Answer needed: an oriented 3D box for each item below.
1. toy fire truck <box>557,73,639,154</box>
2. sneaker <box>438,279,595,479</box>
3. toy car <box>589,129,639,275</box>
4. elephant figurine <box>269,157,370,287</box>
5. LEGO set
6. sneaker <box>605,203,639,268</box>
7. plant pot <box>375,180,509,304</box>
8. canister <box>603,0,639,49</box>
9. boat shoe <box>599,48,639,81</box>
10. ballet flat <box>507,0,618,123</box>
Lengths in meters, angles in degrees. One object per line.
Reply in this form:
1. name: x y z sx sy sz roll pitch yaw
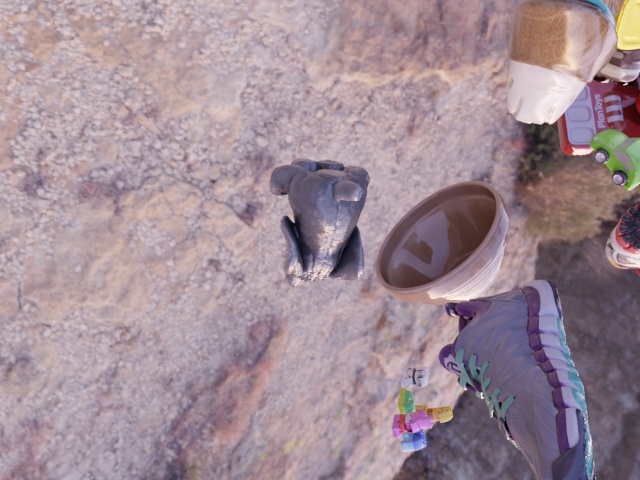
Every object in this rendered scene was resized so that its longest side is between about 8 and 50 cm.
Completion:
1. toy fire truck: 0.652 -0.337 1.610 0.169 0.253 0.302 88 1 -70
2. sneaker: 0.136 0.111 0.519 0.224 0.098 0.083 -70 148 -62
3. toy car: 0.480 -0.075 1.030 0.239 0.225 0.053 -32 171 -33
4. elephant figurine: 0.000 0.000 1.134 0.186 0.169 0.240 -30 130 -63
5. LEGO set: 0.203 0.330 1.380 0.227 0.093 0.087 -61 139 -67
6. sneaker: 0.472 -0.013 0.920 0.093 0.225 0.088 99 -16 -65
7. plant pot: 0.214 0.023 1.159 0.110 0.237 0.237 46 69 -26
8. canister: 0.524 -0.425 1.212 0.126 0.073 0.170 78 13 -55
9. boat shoe: 0.495 -0.395 1.363 0.095 0.257 0.095 -46 153 -40
10. ballet flat: 0.256 -0.196 0.819 0.342 0.116 0.124 -42 152 -76
